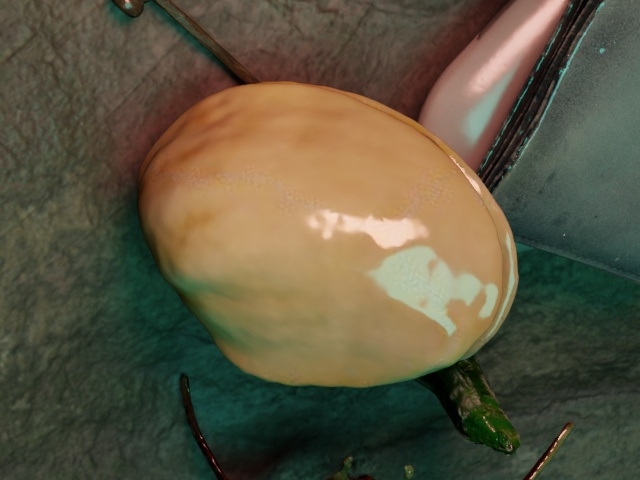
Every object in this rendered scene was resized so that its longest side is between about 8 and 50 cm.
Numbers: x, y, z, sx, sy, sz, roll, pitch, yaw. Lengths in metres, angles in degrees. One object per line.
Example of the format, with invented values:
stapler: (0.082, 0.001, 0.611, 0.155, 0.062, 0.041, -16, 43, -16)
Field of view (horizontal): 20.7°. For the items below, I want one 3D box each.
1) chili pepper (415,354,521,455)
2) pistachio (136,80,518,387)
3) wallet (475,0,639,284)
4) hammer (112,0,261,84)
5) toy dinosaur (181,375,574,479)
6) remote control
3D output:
chili pepper: (0.130, 0.133, 1.557, 0.088, 0.227, 0.059, 18, 106, -24)
pistachio: (0.000, 0.000, 1.412, 0.321, 0.229, 0.238, 23, 103, 14)
wallet: (0.277, -0.106, 1.491, 0.251, 0.054, 0.290, 17, 108, -33)
hammer: (-0.057, -0.136, 1.473, 0.058, 0.029, 0.292, -46, 124, 5)
toy dinosaur: (0.054, 0.197, 1.585, 0.206, 0.327, 0.113, 39, 51, -61)
remote control: (0.220, -0.131, 1.543, 0.332, 0.103, 0.221, -46, 128, 3)
